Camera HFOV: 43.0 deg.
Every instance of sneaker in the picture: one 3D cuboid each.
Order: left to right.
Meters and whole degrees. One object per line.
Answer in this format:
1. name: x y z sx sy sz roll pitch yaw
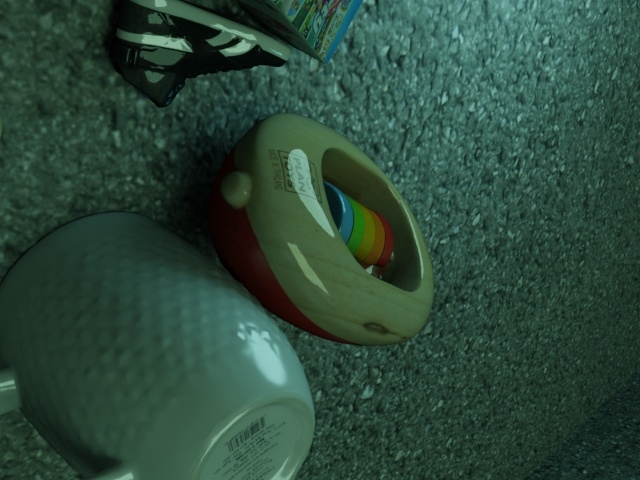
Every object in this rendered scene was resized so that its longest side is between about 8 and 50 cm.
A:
1. sneaker: -0.141 -0.201 0.917 0.217 0.079 0.121 10 111 -42

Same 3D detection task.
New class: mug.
1. mug: -0.210 0.170 0.884 0.374 0.328 0.276 -22 130 -38

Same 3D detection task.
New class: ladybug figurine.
1. ladybug figurine: 0.000 0.000 1.079 0.162 0.305 0.449 -24 151 25

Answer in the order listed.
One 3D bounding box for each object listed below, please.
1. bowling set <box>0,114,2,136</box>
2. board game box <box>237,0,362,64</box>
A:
1. bowling set: -0.406 -0.036 0.706 0.200 0.154 0.287 17 104 -33
2. board game box: -0.008 -0.336 0.850 0.224 0.098 0.303 -61 169 5
